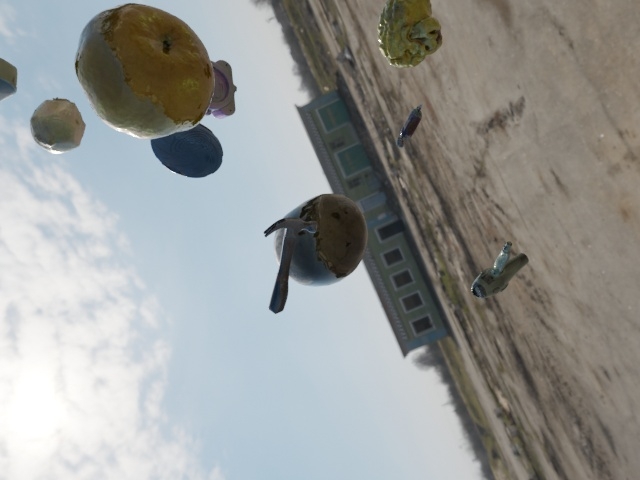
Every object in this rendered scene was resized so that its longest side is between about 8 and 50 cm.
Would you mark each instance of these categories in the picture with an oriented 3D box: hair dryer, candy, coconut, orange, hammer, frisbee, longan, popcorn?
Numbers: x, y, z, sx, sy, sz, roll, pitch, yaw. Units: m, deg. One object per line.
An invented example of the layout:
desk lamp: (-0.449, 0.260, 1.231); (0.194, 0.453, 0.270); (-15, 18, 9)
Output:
hair dryer: (0.579, 0.068, 1.642); (0.088, 0.218, 0.225); (45, 133, 30)
candy: (0.333, -0.424, 1.966); (0.043, 0.175, 0.045); (12, -152, -35)
coconut: (-0.928, -0.397, 1.884); (0.194, 0.194, 0.195); (-24, -90, -83)
orange: (-0.358, -0.340, 1.096); (0.278, 0.235, 0.279); (21, -127, -32)
hammer: (-0.105, 0.074, 1.473); (0.037, 0.137, 0.290); (-119, 39, -64)
frisbee: (-0.427, -0.311, 1.732); (0.242, 0.045, 0.242); (17, -126, -24)
longan: (0.000, 0.000, 2.066); (0.336, 0.404, 0.405); (31, -155, -28)
popcorn: (0.285, -0.665, 1.685); (0.200, 0.226, 0.203); (29, -175, -43)

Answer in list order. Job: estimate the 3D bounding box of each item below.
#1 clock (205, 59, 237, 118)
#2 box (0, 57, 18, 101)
clock: (-0.445, -0.592, 2.049); (0.247, 0.090, 0.228); (-4, -92, -45)
box: (-1.061, -0.446, 1.397); (0.367, 0.372, 0.091); (29, -129, -58)
